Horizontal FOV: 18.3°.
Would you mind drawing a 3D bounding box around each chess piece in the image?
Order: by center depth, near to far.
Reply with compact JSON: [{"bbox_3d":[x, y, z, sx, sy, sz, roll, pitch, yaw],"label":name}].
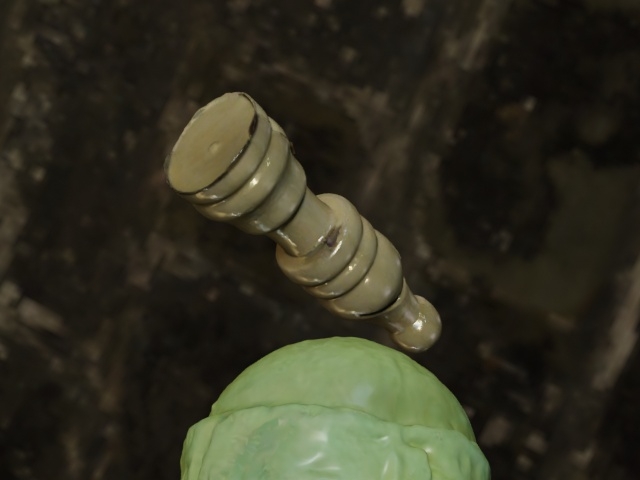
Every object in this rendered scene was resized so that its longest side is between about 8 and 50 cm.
[{"bbox_3d":[0.000,0.000,1.888,0.307,0.139,0.124,42,63,-26],"label":"chess piece"}]

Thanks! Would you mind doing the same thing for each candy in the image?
[{"bbox_3d":[0.002,0.180,0.554,0.093,0.092,0.335,31,48,-41],"label":"candy"}]
